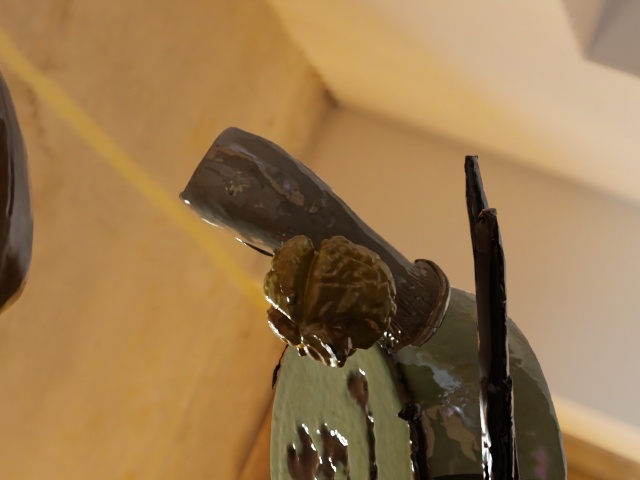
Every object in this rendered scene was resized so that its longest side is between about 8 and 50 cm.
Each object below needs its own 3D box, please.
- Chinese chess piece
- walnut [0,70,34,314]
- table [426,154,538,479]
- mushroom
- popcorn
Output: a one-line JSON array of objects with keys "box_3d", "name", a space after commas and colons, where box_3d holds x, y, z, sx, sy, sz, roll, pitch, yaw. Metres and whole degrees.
[{"box_3d": [0.071, 0.208, 1.672, 0.146, 0.349, 0.349, 0, -63, -23], "name": "Chinese chess piece"}, {"box_3d": [-0.344, -0.048, 1.672, 0.209, 0.336, 0.209, -18, -21, -7], "name": "walnut"}, {"box_3d": [0.160, 0.090, 1.224, 0.317, 0.317, 0.249, -19, -67, -64], "name": "table"}, {"box_3d": [0.002, 0.000, 1.475, 0.081, 0.223, 0.092, -58, 8, -19], "name": "mushroom"}, {"box_3d": [0.006, 0.044, 1.189, 0.084, 0.084, 0.084, -51, -27, -39], "name": "popcorn"}]
